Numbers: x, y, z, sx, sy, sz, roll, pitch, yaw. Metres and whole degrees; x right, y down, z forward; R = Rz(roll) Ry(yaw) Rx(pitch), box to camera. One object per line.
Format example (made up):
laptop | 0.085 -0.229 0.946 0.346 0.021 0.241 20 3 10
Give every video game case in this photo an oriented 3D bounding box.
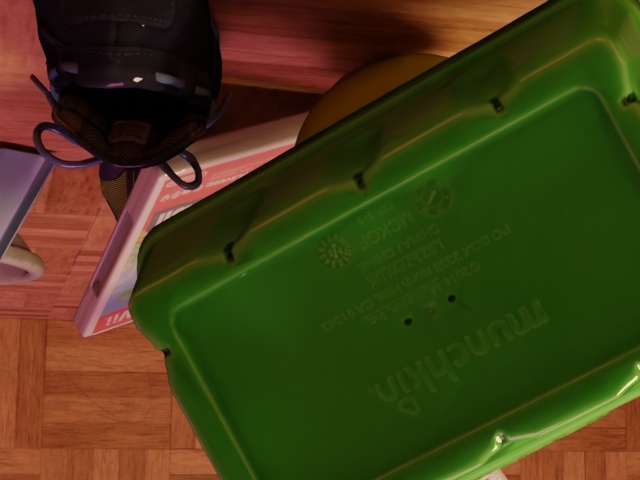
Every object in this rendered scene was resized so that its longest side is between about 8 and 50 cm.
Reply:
video game case | -0.094 -0.014 1.074 0.204 0.025 0.285 -19 160 -32

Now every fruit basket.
fruit basket | 0.076 0.005 0.795 0.392 0.283 0.392 -29 180 0

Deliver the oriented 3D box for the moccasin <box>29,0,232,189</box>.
moccasin | -0.131 -0.099 0.766 0.137 0.117 0.342 1 172 1

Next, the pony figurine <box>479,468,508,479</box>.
pony figurine | 0.094 0.096 1.076 0.351 0.303 0.363 17 123 -18

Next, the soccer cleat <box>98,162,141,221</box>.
soccer cleat | -0.150 -0.034 1.180 0.093 0.121 0.289 0 171 6

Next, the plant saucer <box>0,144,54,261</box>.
plant saucer | -0.340 -0.020 1.252 0.067 0.018 0.192 8 127 -44

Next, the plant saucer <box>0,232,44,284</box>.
plant saucer | -0.521 -0.014 1.415 0.400 0.101 0.400 1 171 0
